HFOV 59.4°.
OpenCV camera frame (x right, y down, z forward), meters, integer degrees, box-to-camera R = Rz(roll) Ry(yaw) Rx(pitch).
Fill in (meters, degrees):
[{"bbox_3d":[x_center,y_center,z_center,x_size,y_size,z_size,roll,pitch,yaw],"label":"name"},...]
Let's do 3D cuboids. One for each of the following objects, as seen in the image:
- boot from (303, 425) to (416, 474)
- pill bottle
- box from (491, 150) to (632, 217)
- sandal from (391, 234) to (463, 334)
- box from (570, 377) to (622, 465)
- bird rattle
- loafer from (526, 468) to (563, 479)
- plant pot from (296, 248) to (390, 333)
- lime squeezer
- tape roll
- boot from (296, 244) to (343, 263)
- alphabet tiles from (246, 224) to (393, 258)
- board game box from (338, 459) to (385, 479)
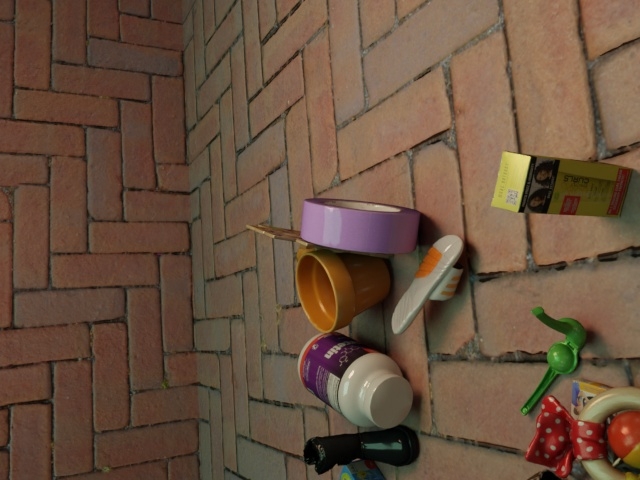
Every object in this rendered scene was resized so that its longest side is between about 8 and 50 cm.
[{"bbox_3d":[0.090,0.520,1.382,0.246,0.207,0.094,-29,64,57],"label":"boot"},{"bbox_3d":[0.085,0.351,1.418,0.323,0.181,0.182,12,100,60],"label":"pill bottle"},{"bbox_3d":[0.371,-0.083,0.858,0.058,0.232,0.088,31,115,57],"label":"box"},{"bbox_3d":[0.248,0.105,1.235,0.265,0.076,0.102,-60,17,23],"label":"sandal"},{"bbox_3d":[0.452,0.303,0.919,0.081,0.028,0.136,4,91,60],"label":"box"},{"bbox_3d":[0.451,0.314,0.840,0.207,0.143,0.253,-54,45,13],"label":"bird rattle"},{"bbox_3d":[0.409,0.498,0.856,0.366,0.133,0.130,-131,54,-61],"label":"loafer"},{"bbox_3d":[0.067,0.111,1.426,0.205,0.187,0.205,35,132,52],"label":"plant pot"},{"bbox_3d":[0.399,0.197,0.952,0.058,0.110,0.311,34,151,38],"label":"lime squeezer"},{"bbox_3d":[0.092,-0.039,1.314,0.274,0.274,0.090,21,107,59],"label":"tape roll"},{"bbox_3d":[0.005,0.099,1.665,0.295,0.104,0.211,-137,49,-59],"label":"boot"},{"bbox_3d":[0.000,0.000,1.412,0.285,0.342,0.011,19,99,60],"label":"alphabet tiles"},{"bbox_3d":[0.130,0.783,1.429,0.302,0.086,0.309,45,128,52],"label":"board game box"}]
